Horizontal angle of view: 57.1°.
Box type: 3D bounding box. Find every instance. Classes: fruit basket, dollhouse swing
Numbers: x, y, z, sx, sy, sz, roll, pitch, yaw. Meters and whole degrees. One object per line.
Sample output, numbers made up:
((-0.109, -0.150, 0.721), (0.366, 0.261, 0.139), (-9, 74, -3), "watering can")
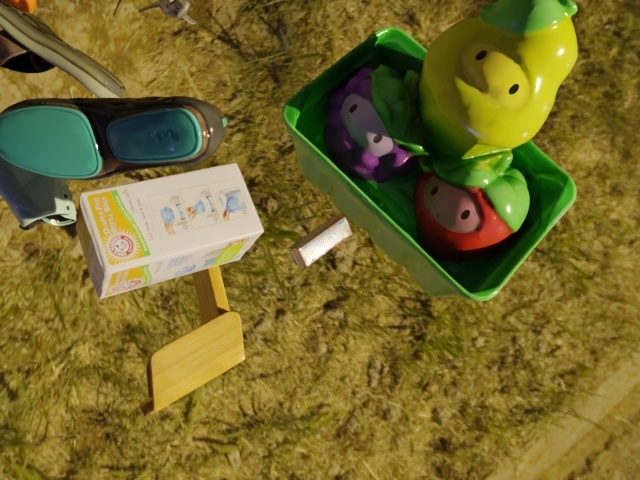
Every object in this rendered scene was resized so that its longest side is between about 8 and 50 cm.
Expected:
((0.165, -0.137, 0.767), (0.283, 0.392, 0.392), (-43, 113, -22), "fruit basket")
((-0.358, 0.211, 1.450), (0.315, 0.347, 0.305), (-28, 87, -21), "dollhouse swing")

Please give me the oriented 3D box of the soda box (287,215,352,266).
((0.000, 0.000, 1.649), (0.183, 0.063, 0.058), (-35, 111, -28), "soda box")

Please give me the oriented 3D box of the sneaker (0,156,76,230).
((-0.458, -0.106, 1.041), (0.151, 0.094, 0.256), (65, 30, -11), "sneaker")

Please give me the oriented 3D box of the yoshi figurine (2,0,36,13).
((-0.564, -0.617, 1.066), (0.203, 0.203, 0.362), (-3, 128, -43), "yoshi figurine")

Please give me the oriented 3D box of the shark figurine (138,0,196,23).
((-0.313, -0.577, 1.381), (0.116, 0.166, 0.278), (46, 44, -40), "shark figurine")

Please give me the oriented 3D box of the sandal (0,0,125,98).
((-0.409, -0.263, 0.806), (0.302, 0.120, 0.086), (35, 99, 9), "sandal")

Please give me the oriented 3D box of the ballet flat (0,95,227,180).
((-0.232, -0.119, 0.671), (0.280, 0.096, 0.095), (3, 112, 15), "ballet flat")

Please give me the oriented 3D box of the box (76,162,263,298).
((-0.196, -0.013, 0.755), (0.203, 0.114, 0.103), (-16, 77, -30), "box")
